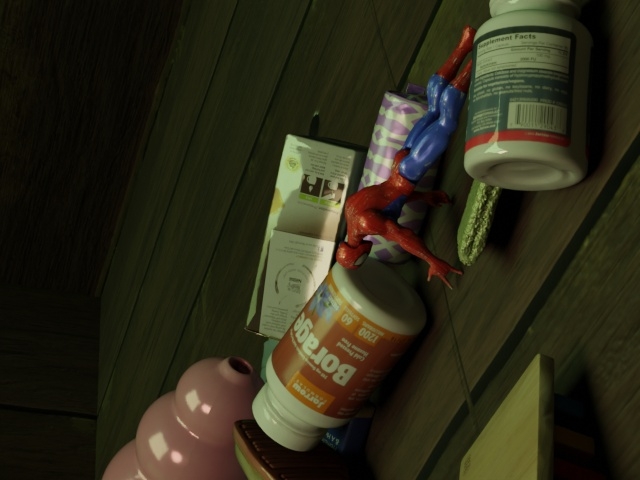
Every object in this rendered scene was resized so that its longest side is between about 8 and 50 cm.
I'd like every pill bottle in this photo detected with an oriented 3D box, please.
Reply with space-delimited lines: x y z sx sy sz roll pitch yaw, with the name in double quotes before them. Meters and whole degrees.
"pill bottle" 0.015 0.131 1.350 0.216 0.121 0.121 -56 27 24
"pill bottle" 0.186 -0.143 1.057 0.108 0.108 0.180 150 129 -68

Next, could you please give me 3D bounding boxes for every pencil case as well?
"pencil case" 0.089 -0.072 1.375 0.088 0.086 0.206 -58 -15 -74

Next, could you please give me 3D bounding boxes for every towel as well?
"towel" 0.164 -0.053 1.167 0.110 0.027 0.148 -60 -14 -77

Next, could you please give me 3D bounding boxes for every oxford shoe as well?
"oxford shoe" -0.022 0.318 1.348 0.348 0.123 0.130 42 120 57

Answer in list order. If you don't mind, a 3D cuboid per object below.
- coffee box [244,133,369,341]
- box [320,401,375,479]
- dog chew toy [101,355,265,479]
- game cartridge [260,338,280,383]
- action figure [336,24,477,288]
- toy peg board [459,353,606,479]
"coffee box" 0.000 0.000 1.483 0.141 0.098 0.247 -5 -71 -67
"box" -0.016 0.281 1.485 0.136 0.036 0.225 27 105 48
"dog chew toy" -0.174 0.299 1.649 0.332 0.206 0.207 -62 23 25
"game cartridge" -0.040 0.253 1.646 0.198 0.062 0.297 153 125 -63
"action figure" 0.128 -0.069 1.260 0.280 0.139 0.091 -53 20 10
"toy peg board" 0.177 0.210 0.981 0.161 0.079 0.161 -76 9 -49
